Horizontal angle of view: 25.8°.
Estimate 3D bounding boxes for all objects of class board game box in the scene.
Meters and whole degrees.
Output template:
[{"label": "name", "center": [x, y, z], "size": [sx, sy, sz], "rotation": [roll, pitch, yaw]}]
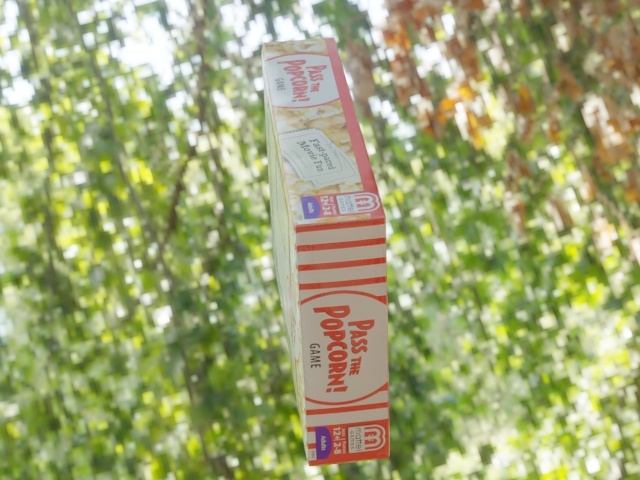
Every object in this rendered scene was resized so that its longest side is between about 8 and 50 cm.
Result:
[{"label": "board game box", "center": [0.000, 0.000, 0.741], "size": [0.045, 0.193, 0.146], "rotation": [-5, -56, -4]}]
